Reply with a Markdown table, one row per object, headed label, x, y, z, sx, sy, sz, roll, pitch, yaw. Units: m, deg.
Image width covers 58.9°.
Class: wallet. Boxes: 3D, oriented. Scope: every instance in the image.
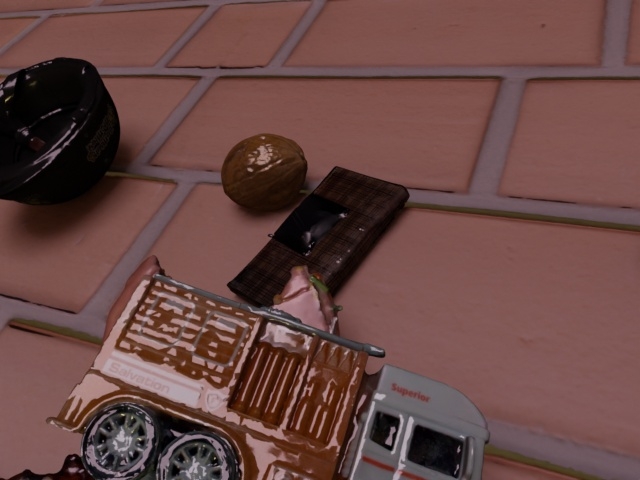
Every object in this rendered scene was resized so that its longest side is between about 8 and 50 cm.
| label | x | y | z | sx | sy | sz | roll | pitch | yaw |
| --- | --- | --- | --- | --- | --- | --- | --- | --- | --- |
| wallet | 0.000 | 0.000 | 0.699 | 0.124 | 0.042 | 0.230 | 24 | 63 | 33 |

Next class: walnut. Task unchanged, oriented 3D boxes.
| label | x | y | z | sx | sy | sz | roll | pitch | yaw |
| --- | --- | --- | --- | --- | --- | --- | --- | --- | --- |
| walnut | -0.078 | -0.092 | 0.776 | 0.124 | 0.105 | 0.105 | -25 | 43 | 16 |

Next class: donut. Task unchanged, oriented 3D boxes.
| label | x | y | z | sx | sy | sz | roll | pitch | yaw |
| --- | --- | --- | --- | --- | --- | --- | --- | --- | --- |
| donut | -0.095 | 0.121 | 0.560 | 0.232 | 0.085 | 0.199 | 5 | 70 | 2 |

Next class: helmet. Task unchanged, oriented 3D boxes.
| label | x | y | z | sx | sy | sz | roll | pitch | yaw |
| --- | --- | --- | --- | --- | --- | --- | --- | --- | --- |
| helmet | -0.425 | -0.148 | 0.902 | 0.230 | 0.160 | 0.279 | 1 | 62 | 16 |

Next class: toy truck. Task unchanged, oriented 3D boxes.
| label | x | y | z | sx | sy | sz | roll | pitch | yaw |
| --- | --- | --- | --- | --- | --- | --- | --- | --- | --- |
| toy truck | -0.026 | 0.144 | 0.442 | 0.305 | 0.136 | 0.162 | 19 | 66 | 7 |

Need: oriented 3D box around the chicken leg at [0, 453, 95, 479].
| label | x | y | z | sx | sy | sz | roll | pitch | yaw |
| --- | --- | --- | --- | --- | --- | --- | --- | --- | --- |
| chicken leg | -0.302 | 0.254 | 0.560 | 0.219 | 0.048 | 0.090 | -4 | 44 | 15 |
